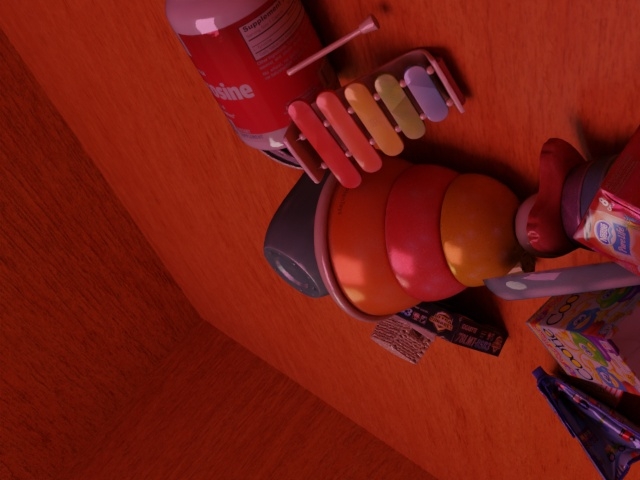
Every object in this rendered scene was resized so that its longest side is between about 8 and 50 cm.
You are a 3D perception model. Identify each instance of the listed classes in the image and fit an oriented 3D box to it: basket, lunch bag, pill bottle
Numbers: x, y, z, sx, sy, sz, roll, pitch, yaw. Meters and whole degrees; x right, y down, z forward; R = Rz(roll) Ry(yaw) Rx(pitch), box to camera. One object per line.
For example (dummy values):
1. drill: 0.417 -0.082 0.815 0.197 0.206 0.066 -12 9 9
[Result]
1. basket: 0.229 0.271 2.268 0.113 0.103 0.167 36 171 -19
2. lunch bag: 0.602 0.395 1.822 0.293 0.138 0.221 46 -172 20
3. pill bottle: -0.134 -0.381 1.453 0.229 0.229 0.407 21 152 43

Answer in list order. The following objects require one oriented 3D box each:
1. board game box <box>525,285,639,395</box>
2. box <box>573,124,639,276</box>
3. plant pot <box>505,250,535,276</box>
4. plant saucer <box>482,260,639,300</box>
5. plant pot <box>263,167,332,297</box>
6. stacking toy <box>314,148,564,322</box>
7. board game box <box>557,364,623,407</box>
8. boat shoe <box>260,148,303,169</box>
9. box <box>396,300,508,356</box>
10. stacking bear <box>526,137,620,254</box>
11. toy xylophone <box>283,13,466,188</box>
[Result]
1. board game box: 0.519 0.164 1.435 0.142 0.144 0.275 49 169 -8
2. box: 0.433 -0.092 0.974 0.123 0.257 0.128 33 159 17
3. plant pot: 0.391 0.051 1.626 0.079 0.083 0.083 -10 127 50
4. plant saucer: 0.424 0.061 1.290 0.317 0.318 0.043 158 104 -68
5. plant pot: 0.000 0.000 1.990 0.293 0.235 0.293 35 160 15
6. stacking toy: 0.258 -0.011 1.487 0.480 0.350 0.350 0 137 40
7. board game box: 0.600 0.274 1.738 0.147 0.045 0.193 31 158 26
8. boat shoe: -0.127 -0.294 1.773 0.340 0.127 0.113 49 173 6
9. box: 0.268 0.177 1.935 0.293 0.073 0.295 24 -178 36
10. stacking bear: 0.472 -0.053 1.145 0.289 0.175 0.164 3 165 45
11. toy xylophone: 0.072 -0.238 1.387 0.323 0.081 0.236 -32 120 27
